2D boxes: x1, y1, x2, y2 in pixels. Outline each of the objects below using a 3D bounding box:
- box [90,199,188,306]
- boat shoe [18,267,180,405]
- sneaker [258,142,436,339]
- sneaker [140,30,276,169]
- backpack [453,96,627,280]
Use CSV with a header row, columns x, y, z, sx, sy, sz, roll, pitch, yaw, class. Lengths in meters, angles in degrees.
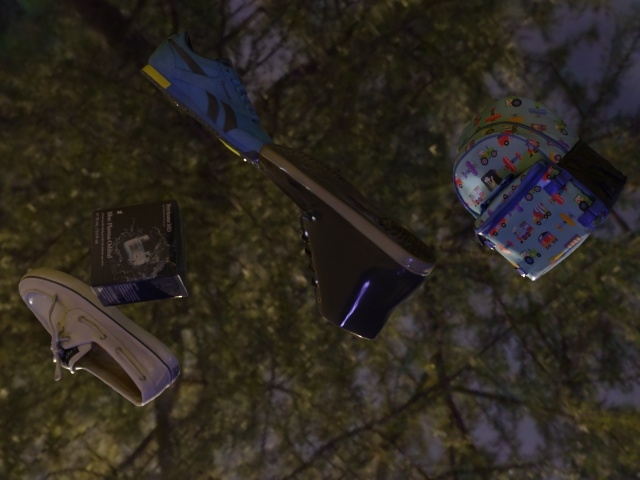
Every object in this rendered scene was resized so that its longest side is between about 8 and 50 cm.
x,y,z,sx,sy,sz,roll,pitch,yaw,class
-0.323,0.023,1.803,0.158,0.093,0.156,-8,-118,2,box
-0.457,0.199,1.919,0.156,0.367,0.136,-47,168,-44,boat shoe
0.000,0.000,1.046,0.118,0.222,0.083,-55,163,20,sneaker
-0.107,-0.159,1.142,0.082,0.209,0.069,-48,168,-4,sneaker
0.226,-0.065,1.125,0.158,0.173,0.117,-45,-178,45,backpack
